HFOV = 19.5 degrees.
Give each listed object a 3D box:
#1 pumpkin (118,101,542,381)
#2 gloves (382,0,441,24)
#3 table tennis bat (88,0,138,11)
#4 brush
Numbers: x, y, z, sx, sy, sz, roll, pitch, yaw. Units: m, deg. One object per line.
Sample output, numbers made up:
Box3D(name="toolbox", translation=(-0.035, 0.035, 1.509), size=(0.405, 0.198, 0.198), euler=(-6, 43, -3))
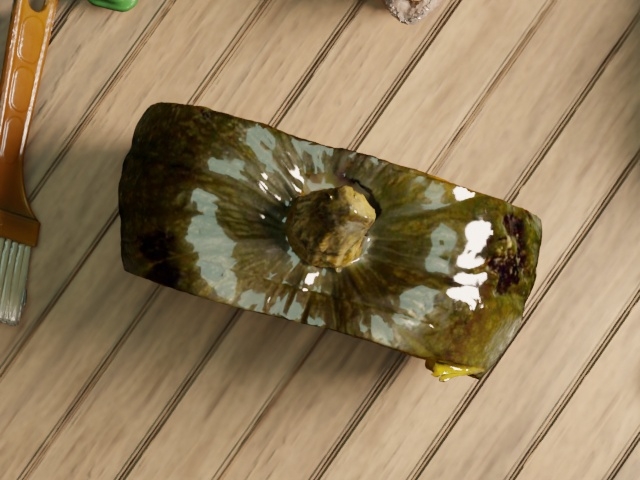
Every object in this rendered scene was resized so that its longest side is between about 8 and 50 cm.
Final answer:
Box3D(name="pumpkin", translation=(0.000, 0.000, 1.359), size=(0.317, 0.222, 0.139), euler=(19, 87, 3))
Box3D(name="gloves", translation=(0.075, -0.223, 1.414), size=(0.110, 0.144, 0.094), euler=(-38, 85, -24))
Box3D(name="table tennis bat", translation=(-0.132, -0.303, 1.479), size=(0.160, 0.039, 0.257), euler=(16, 81, 2))
Box3D(name="brush", translation=(-0.241, -0.094, 1.451), size=(0.017, 0.090, 0.314), euler=(2, 78, 41))
